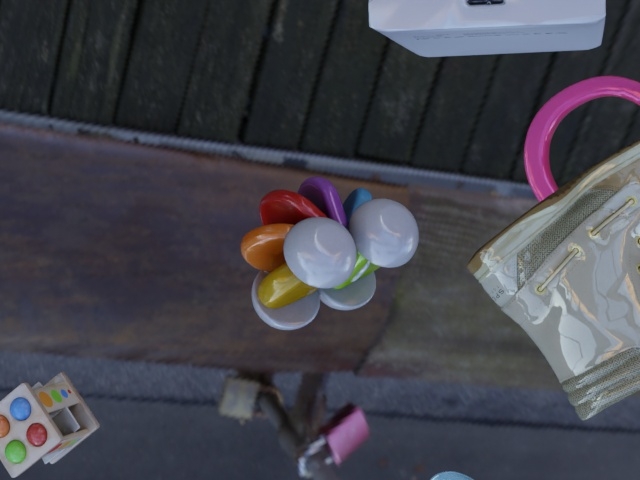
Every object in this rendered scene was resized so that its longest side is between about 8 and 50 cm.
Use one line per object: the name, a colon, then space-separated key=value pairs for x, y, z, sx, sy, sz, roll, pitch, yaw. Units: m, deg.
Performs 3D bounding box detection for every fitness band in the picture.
fitness band: x=0.386 y=-0.073 z=1.610 sx=0.209 sy=0.291 sz=0.054 roll=-35 pitch=167 yaw=16

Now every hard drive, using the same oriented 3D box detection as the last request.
hard drive: x=0.197 y=-0.243 z=1.412 sx=0.233 sy=0.353 sz=0.047 roll=-1 pitch=94 yaw=12

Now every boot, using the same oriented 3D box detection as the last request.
boot: x=0.299 y=0.025 z=1.202 sx=0.262 sy=0.095 sz=0.203 roll=-35 pitch=81 yaw=-2

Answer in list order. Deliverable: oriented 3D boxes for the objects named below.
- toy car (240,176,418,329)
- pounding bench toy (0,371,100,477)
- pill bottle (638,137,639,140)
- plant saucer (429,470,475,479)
toy car: x=0.000 y=0.000 z=1.319 sx=0.182 sy=0.136 sz=0.159 roll=-17 pitch=160 yaw=-32
pounding bench toy: x=-0.223 y=0.147 z=0.951 sx=0.083 sy=0.065 sz=0.052 roll=-39 pitch=80 yaw=17
pill bottle: x=0.496 y=-0.167 z=1.687 sx=0.087 sy=0.087 sz=0.160 roll=4 pitch=134 yaw=-22
plant saucer: x=0.231 y=0.435 z=1.911 sx=0.037 sy=0.195 sz=0.195 roll=-17 pitch=126 yaw=-38
